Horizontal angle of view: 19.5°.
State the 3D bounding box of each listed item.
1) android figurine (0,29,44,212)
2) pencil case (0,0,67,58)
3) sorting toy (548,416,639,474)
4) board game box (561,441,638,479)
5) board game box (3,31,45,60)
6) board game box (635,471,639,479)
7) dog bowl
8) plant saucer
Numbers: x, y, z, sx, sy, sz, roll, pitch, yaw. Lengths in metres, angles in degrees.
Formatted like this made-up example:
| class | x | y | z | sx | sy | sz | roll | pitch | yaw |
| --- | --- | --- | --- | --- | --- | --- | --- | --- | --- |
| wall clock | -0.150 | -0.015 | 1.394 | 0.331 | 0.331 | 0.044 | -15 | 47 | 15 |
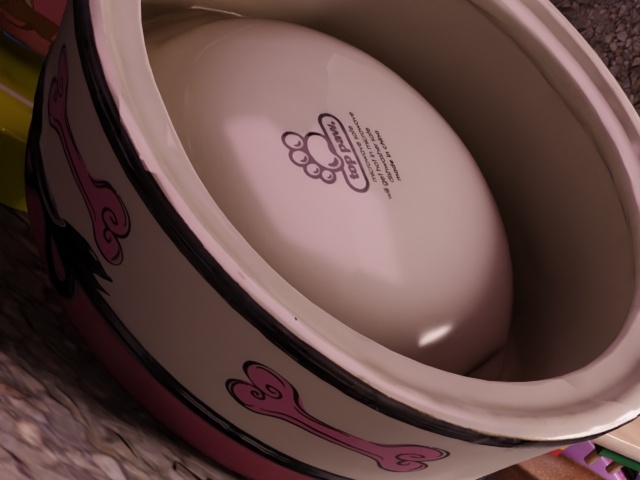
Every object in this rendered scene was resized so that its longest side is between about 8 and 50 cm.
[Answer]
| class | x | y | z | sx | sy | sz | roll | pitch | yaw |
| --- | --- | --- | --- | --- | --- | --- | --- | --- | --- |
| android figurine | -0.228 | -0.106 | 1.195 | 0.248 | 0.056 | 0.273 | 33 | 12 | -37 |
| pencil case | -0.227 | -0.239 | 1.172 | 0.386 | 0.160 | 0.167 | 34 | 9 | -32 |
| sorting toy | 0.196 | 0.115 | 1.389 | 0.274 | 0.046 | 0.132 | 24 | 34 | -33 |
| board game box | 0.174 | 0.102 | 1.527 | 0.347 | 0.056 | 0.208 | 52 | 10 | -12 |
| board game box | -0.186 | -0.180 | 1.623 | 0.302 | 0.086 | 0.308 | 42 | 9 | 13 |
| board game box | 0.355 | 0.191 | 1.546 | 0.194 | 0.060 | 0.194 | 17 | 4 | 5 |
| dog bowl | 0.012 | -0.029 | 1.067 | 0.408 | 0.150 | 0.408 | 23 | 44 | -24 |
| plant saucer | 0.186 | 0.191 | 1.308 | 0.198 | 0.036 | 0.198 | 29 | 6 | -3 |
